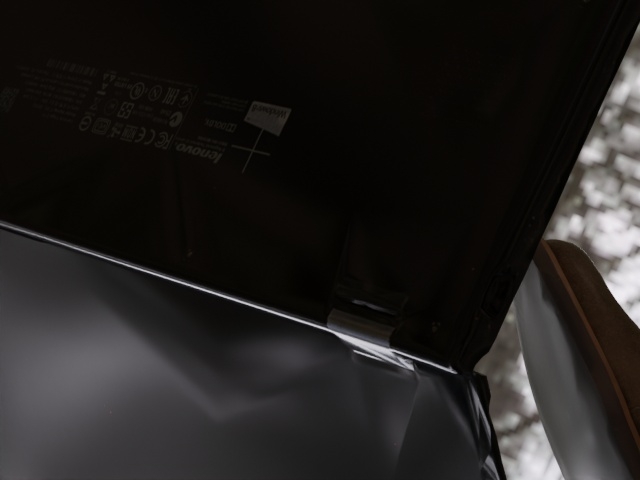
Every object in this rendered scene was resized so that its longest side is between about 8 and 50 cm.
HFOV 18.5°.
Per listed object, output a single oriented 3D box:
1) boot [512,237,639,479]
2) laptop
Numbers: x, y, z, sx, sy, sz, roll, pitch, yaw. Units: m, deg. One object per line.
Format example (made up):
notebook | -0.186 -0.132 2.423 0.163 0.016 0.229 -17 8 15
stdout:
boot | 0.194 0.118 0.977 0.115 0.112 0.305 -25 -111 -10
laptop | 0.000 0.000 0.823 0.382 0.408 0.236 16 166 44
